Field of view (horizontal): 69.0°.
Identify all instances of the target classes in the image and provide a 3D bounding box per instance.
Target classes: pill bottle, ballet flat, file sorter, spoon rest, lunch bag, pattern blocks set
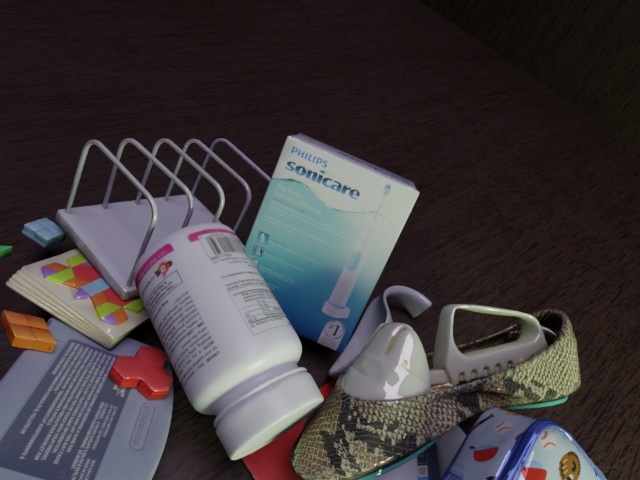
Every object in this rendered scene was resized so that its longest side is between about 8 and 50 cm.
[{"bbox_3d":[-0.125,0.129,0.632,0.160,0.160,0.283,-18,62,-35],"label":"pill bottle"},{"bbox_3d":[0.176,0.184,0.671,0.483,0.182,0.164,-8,9,-22],"label":"ballet flat"},{"bbox_3d":[-0.242,-0.060,0.781,0.193,0.173,0.277,42,30,19],"label":"file sorter"},{"bbox_3d":[0.102,0.152,0.816,0.084,0.137,0.276,50,37,9],"label":"spoon rest"},{"bbox_3d":[0.264,0.379,0.565,0.303,0.115,0.243,50,62,-15],"label":"lunch bag"},{"bbox_3d":[-0.329,0.077,0.684,0.325,0.026,0.285,29,20,-9],"label":"pattern blocks set"}]

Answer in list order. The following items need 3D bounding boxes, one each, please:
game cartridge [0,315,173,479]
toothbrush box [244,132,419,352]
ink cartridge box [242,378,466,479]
[{"bbox_3d":[-0.280,0.213,0.546,0.198,0.062,0.297,31,16,-17],"label":"game cartridge"},{"bbox_3d":[0.000,0.000,0.773,0.216,0.295,0.126,22,17,0],"label":"toothbrush box"},{"bbox_3d":[0.069,0.319,0.676,0.296,0.066,0.261,-23,61,-37],"label":"ink cartridge box"}]
